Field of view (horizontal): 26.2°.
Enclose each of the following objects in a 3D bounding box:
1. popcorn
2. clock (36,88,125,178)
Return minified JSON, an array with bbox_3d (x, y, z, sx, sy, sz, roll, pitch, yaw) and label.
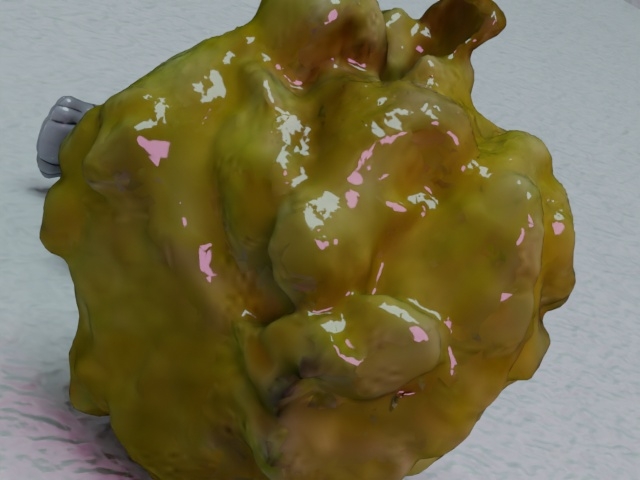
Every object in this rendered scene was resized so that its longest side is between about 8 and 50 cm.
[{"bbox_3d":[0.000,0.000,0.624,0.233,0.266,0.192,23,10,21],"label":"popcorn"},{"bbox_3d":[-0.077,-0.030,0.841,0.176,0.080,0.117,8,27,-29],"label":"clock"}]
